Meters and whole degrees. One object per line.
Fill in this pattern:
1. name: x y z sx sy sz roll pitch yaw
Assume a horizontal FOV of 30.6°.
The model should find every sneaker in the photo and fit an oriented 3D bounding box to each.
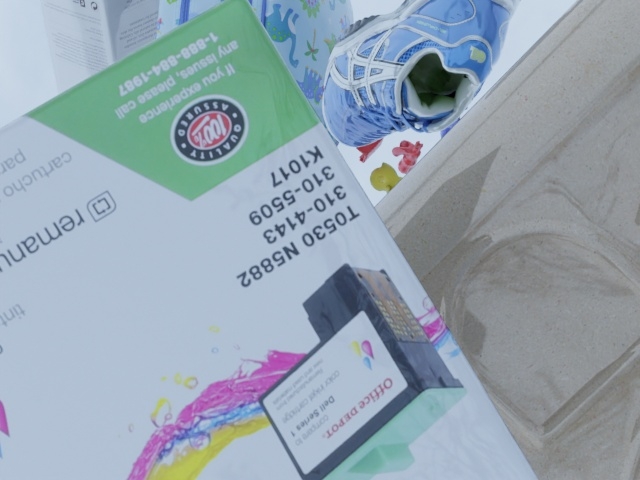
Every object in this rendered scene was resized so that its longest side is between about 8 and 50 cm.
1. sneaker: 0.054 -0.109 0.793 0.080 0.211 0.081 21 63 -16

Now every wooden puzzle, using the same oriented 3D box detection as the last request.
1. wooden puzzle: 0.222 0.033 0.668 0.348 0.080 0.322 44 103 0

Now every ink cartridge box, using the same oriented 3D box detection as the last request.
1. ink cartridge box: -0.050 0.070 0.512 0.201 0.117 0.278 -32 94 -12

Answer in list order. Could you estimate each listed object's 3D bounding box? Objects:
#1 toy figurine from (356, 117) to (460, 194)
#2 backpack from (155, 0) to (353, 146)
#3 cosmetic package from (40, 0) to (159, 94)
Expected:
1. toy figurine: 0.255 -0.103 1.509 0.362 0.191 0.217 36 64 14
2. backpack: -0.085 -0.251 1.473 0.273 0.290 0.355 16 81 27
3. cosmetic package: -0.275 -0.244 1.745 0.155 0.197 0.365 24 132 31
